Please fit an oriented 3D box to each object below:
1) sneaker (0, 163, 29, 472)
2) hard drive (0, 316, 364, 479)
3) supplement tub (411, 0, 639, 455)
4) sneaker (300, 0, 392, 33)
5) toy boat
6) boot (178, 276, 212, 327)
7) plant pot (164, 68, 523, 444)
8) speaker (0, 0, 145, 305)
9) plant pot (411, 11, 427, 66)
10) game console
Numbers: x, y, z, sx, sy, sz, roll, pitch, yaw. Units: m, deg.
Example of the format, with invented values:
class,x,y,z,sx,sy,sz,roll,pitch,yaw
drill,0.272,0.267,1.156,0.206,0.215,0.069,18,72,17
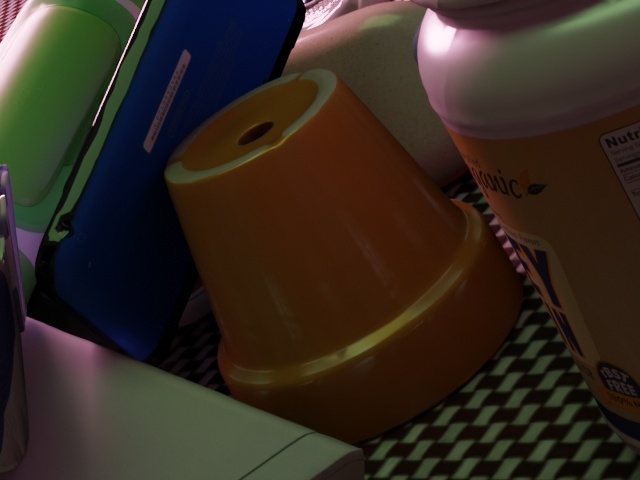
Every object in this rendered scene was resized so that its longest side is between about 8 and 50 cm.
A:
class,x,y,z,sx,sy,sz,roll,pitch,yaw
sneaker,-0.271,0.052,1.107,0.182,0.127,0.315,-8,20,-5
hard drive,-0.183,0.133,1.108,0.353,0.047,0.233,17,32,34
supplement tub,0.187,-0.063,0.928,0.228,0.316,0.228,-26,22,11
sneaker,-0.045,-0.235,1.857,0.281,0.115,0.105,-1,36,51
toy boat,0.045,-0.100,1.469,0.231,0.151,0.151,-17,-3,31
boot,-0.118,-0.053,1.472,0.088,0.176,0.244,-7,30,16
plant pot,0.000,0.000,1.204,0.205,0.188,0.205,-26,23,12
speaker,-0.230,-0.084,1.505,0.131,0.131,0.296,-10,44,41
plant pot,0.209,-0.148,1.204,0.252,0.247,0.248,-23,22,42
game console,-0.145,-0.075,1.301,0.173,0.250,0.293,14,73,24
